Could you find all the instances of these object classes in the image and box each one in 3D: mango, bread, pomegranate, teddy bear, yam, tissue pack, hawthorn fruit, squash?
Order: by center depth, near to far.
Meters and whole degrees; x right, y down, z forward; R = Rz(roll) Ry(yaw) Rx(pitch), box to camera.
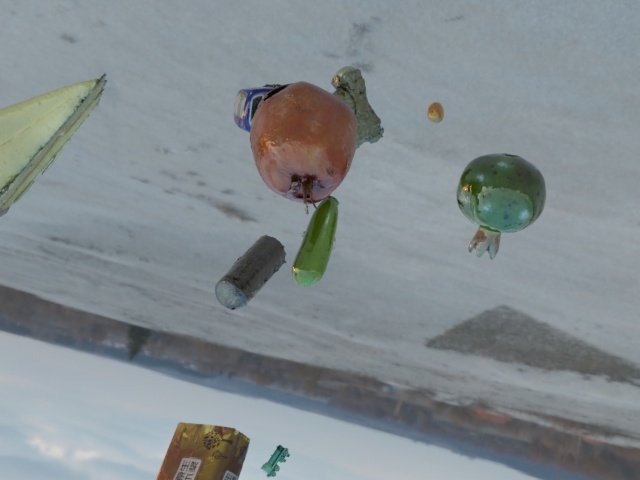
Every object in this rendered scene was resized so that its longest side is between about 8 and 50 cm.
[{"bbox_3d":[-0.031,-0.162,1.257,0.211,0.299,0.211,0,136,0],"label":"hawthorn fruit"},{"bbox_3d":[-0.005,0.001,1.339,0.066,0.201,0.066,16,158,7],"label":"squash"},{"bbox_3d":[0.370,-0.071,1.410,0.186,0.225,0.187,9,-157,-4],"label":"pomegranate"},{"bbox_3d":[-0.266,0.519,1.463,0.183,0.226,0.092,-7,139,36],"label":"tissue pack"},{"bbox_3d":[-0.629,-0.207,1.560,0.404,0.242,0.346,-15,-169,-3],"label":"bread"},{"bbox_3d":[0.026,-0.255,1.636,0.156,0.256,0.267,47,162,19],"label":"teddy bear"},{"bbox_3d":[0.341,-0.377,1.982,0.046,0.060,0.089,-12,-163,26],"label":"mango"},{"bbox_3d":[-0.217,0.101,2.162,0.131,0.280,0.131,16,129,21],"label":"yam"}]

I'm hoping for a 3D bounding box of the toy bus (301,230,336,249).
[{"bbox_3d":[0.000,0.000,1.987,0.079,0.077,0.174,-16,-177,-10],"label":"toy bus"}]

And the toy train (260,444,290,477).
[{"bbox_3d":[-0.121,0.590,1.806,0.045,0.092,0.029,45,150,-13],"label":"toy train"}]

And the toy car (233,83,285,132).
[{"bbox_3d":[-0.182,-0.398,2.056,0.157,0.172,0.235,4,-166,-23],"label":"toy car"}]
